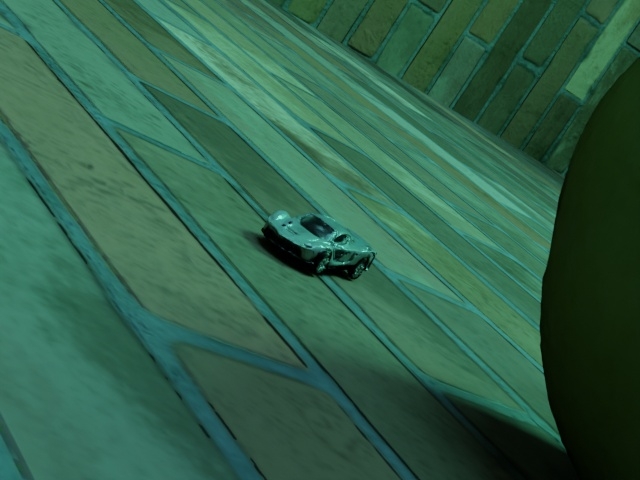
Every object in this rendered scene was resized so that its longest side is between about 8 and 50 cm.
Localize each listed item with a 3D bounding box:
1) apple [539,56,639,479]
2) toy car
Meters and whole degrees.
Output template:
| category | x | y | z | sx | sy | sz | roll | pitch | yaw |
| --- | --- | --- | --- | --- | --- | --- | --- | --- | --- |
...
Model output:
| category | x | y | z | sx | sy | sz | roll | pitch | yaw |
| --- | --- | --- | --- | --- | --- | --- | --- | --- | --- |
| apple | 0.230 | 0.030 | 0.607 | 0.295 | 0.257 | 0.233 | 14 | 10 | -28 |
| toy car | 0.000 | 0.000 | 0.721 | 0.041 | 0.025 | 0.093 | 36 | 11 | 23 |
